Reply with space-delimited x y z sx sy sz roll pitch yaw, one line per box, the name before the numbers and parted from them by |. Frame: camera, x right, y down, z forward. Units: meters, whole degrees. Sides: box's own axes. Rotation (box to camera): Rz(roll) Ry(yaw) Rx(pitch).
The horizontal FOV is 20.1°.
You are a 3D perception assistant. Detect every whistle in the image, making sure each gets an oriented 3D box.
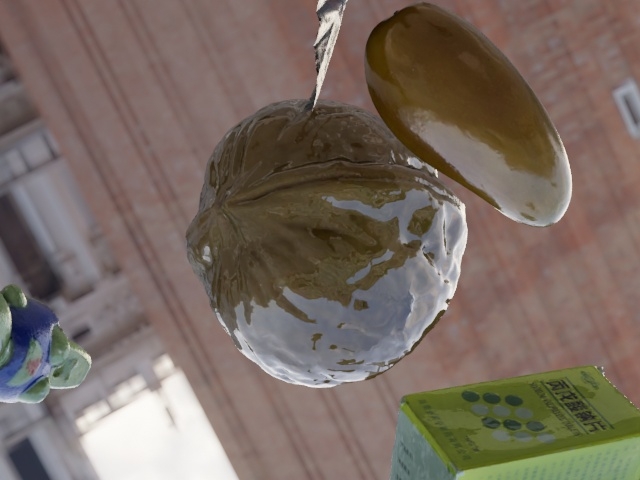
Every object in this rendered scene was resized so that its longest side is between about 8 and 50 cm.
whistle | -0.264 0.087 1.478 0.085 0.227 0.105 29 -90 35

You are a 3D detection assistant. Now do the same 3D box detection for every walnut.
walnut | 0.000 0.000 1.388 0.228 0.228 0.228 -25 -167 6

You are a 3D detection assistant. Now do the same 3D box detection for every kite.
kite | 0.025 -0.231 1.297 0.016 0.321 0.234 11 172 7

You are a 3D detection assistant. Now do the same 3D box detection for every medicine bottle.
medicine bottle | 0.209 0.232 1.873 0.250 0.141 0.137 -8 -151 -23

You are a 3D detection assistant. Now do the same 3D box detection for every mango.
mango | 0.102 -0.084 1.236 0.085 0.184 0.102 -33 167 -30
